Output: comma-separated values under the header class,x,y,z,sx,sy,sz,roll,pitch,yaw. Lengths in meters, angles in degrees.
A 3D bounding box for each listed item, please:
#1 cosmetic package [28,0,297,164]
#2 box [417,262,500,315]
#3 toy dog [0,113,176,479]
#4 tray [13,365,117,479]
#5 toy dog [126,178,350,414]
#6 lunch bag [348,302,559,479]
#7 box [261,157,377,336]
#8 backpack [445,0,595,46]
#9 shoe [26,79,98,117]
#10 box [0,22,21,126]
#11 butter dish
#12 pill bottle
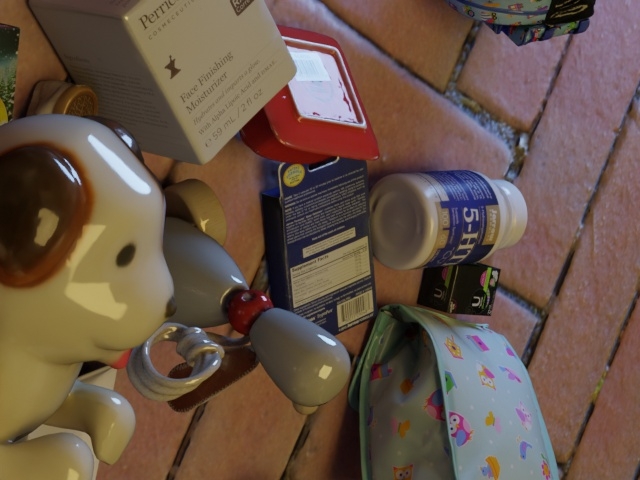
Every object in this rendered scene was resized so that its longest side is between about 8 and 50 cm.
class,x,y,z,sx,sy,sz,roll,pitch,yaw
cosmetic package,-0.150,-0.197,1.821,0.151,0.151,0.183,-48,130,-25
box,0.167,0.055,2.284,0.083,0.052,0.062,6,97,-45
toy dog,-0.298,0.055,1.567,0.395,0.408,0.284,61,19,6
tray,-0.258,0.199,1.835,0.270,0.030,0.145,-18,120,-80
toy dog,-0.111,0.086,1.867,0.220,0.333,0.161,-12,130,-16
lunch bag,0.155,0.210,2.240,0.223,0.160,0.262,17,57,-46
box,0.000,0.000,2.112,0.136,0.036,0.225,-22,118,-39
backpack,0.214,-0.296,2.157,0.173,0.158,0.116,-16,132,-27
shoe,-0.271,-0.050,1.822,0.076,0.058,0.219,4,104,-66
box,-0.381,-0.117,1.692,0.233,0.044,0.159,-4,105,-44
butter dish,-0.039,-0.136,1.983,0.160,0.118,0.159,5,58,-46
pill bottle,0.150,-0.026,2.199,0.187,0.112,0.112,-5,106,-44
